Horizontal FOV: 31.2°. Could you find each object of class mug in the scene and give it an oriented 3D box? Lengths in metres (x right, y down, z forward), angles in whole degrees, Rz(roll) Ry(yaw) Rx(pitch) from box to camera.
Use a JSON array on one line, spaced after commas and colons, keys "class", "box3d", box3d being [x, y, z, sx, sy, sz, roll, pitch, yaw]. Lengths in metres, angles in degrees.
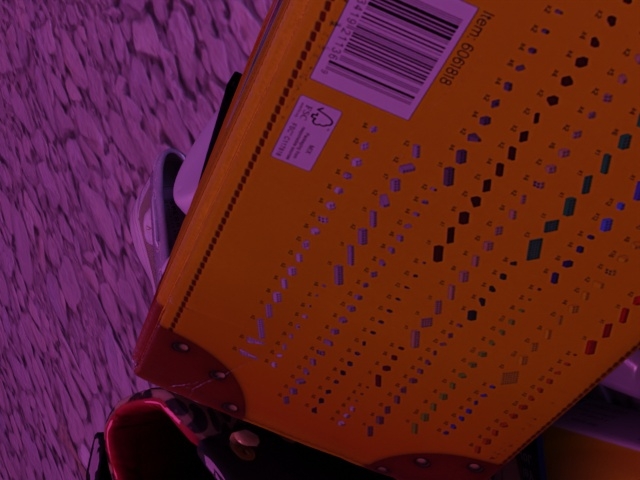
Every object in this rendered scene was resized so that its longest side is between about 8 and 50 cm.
[{"class": "mug", "box3d": [0.203, 0.067, 0.759, 0.064, 0.062, 0.078, 30, 133, 41]}]

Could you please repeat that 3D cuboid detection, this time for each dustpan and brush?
[{"class": "dustpan and brush", "box3d": [-0.117, -0.039, 1.167, 0.211, 0.060, 0.147, -51, 27, 4]}]

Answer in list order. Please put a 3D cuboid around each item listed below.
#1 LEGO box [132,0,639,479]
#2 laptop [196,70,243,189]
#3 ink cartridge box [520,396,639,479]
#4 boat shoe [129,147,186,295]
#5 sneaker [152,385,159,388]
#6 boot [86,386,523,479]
[{"class": "LEGO box", "box3d": [0.112, -0.168, 0.505, 0.500, 0.193, 0.373, 122, 169, -50]}, {"class": "laptop", "box3d": [-0.014, 0.014, 1.002, 0.264, 0.136, 0.234, 53, 172, -30]}, {"class": "ink cartridge box", "box3d": [0.218, 0.268, 0.803, 0.303, 0.072, 0.307, 5, 104, 58]}, {"class": "boat shoe", "box3d": [-0.120, 0.049, 1.227, 0.103, 0.118, 0.320, 112, 141, -51]}, {"class": "sneaker", "box3d": [-0.097, 0.262, 1.162, 0.236, 0.130, 0.323, 35, 148, 21]}, {"class": "boot", "box3d": [-0.003, 0.086, 0.698, 0.138, 0.284, 0.378, -7, 90, 38]}]
